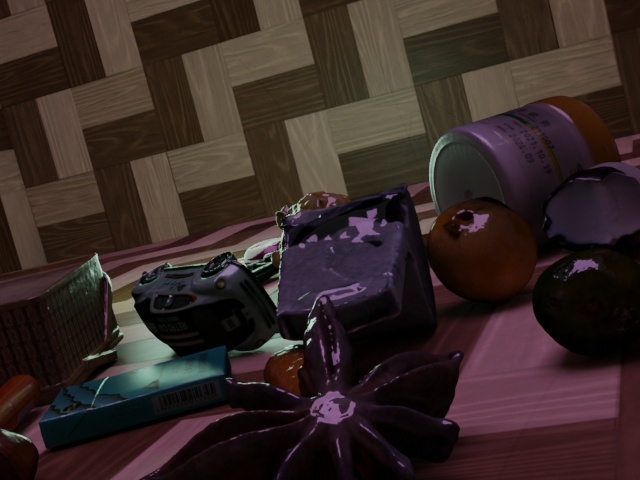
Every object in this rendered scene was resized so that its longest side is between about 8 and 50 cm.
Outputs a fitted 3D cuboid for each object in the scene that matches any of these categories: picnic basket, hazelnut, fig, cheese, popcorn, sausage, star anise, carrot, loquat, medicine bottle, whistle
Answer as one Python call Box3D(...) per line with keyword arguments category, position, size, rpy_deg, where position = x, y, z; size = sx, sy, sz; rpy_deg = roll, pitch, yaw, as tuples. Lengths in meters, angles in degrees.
Box3D(category="picnic basket", position=(-0.466, 0.152, 1.517), size=(0.228, 0.175, 0.313), rpy_deg=(-13, 11, 7))
Box3D(category="hazelnut", position=(-0.332, 0.230, 0.982), size=(0.086, 0.086, 0.086), rpy_deg=(-14, 7, 2))
Box3D(category="fig", position=(0.283, 0.064, 0.980), size=(0.117, 0.117, 0.177), rpy_deg=(-13, -9, 16))
Box3D(category="cheese", position=(-0.081, 0.028, 2.149), size=(0.244, 0.062, 0.155), rpy_deg=(-8, 10, 37))
Box3D(category="popcorn", position=(0.001, 0.000, 1.738), size=(0.187, 0.185, 0.167), rpy_deg=(-21, -13, 16))
Box3D(category="sausage", position=(-0.418, 0.235, 1.192), size=(0.053, 0.053, 0.348), rpy_deg=(-14, 9, 4))
Box3D(category="star anise", position=(0.011, 0.151, 0.770), size=(0.198, 0.110, 0.257), rpy_deg=(18, 40, 29))
Box3D(category="carrot", position=(-0.005, 0.154, 0.954), size=(0.072, 0.072, 0.205), rpy_deg=(-16, 8, -13))
Box3D(category="loquat", position=(0.218, 0.015, 1.285), size=(0.163, 0.163, 0.137), rpy_deg=(-7, 52, 47))
Box3D(category="medicine bottle", position=(0.337, -0.102, 1.584), size=(0.232, 0.238, 0.238), rpy_deg=(-18, 8, -25))
Box3D(category="whistle", position=(0.041, 0.029, 1.186), size=(0.168, 0.188, 0.405), rpy_deg=(-13, -8, 10))

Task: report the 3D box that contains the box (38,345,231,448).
Box3D(category="box", position=(-0.225, 0.193, 1.196), size=(0.226, 0.042, 0.161), rpy_deg=(-14, 6, -3))

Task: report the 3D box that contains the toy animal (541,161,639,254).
Box3D(category="toy animal", position=(0.432, -0.043, 1.411), size=(0.166, 0.138, 0.179), rpy_deg=(20, 19, 31))

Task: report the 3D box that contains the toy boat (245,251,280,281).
Box3D(category="toy boat", position=(-0.156, 0.073, 1.985), size=(0.104, 0.052, 0.210), rpy_deg=(-5, 11, 42))

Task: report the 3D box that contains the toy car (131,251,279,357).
Box3D(category="toy car", position=(-0.192, 0.112, 1.441), size=(0.306, 0.136, 0.125), rpy_deg=(-9, 30, 47))

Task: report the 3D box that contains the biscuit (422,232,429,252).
Box3D(category="biscuit", position=(0.241, 0.001, 1.841), size=(0.188, 0.027, 0.188), rpy_deg=(-13, 6, 1))
